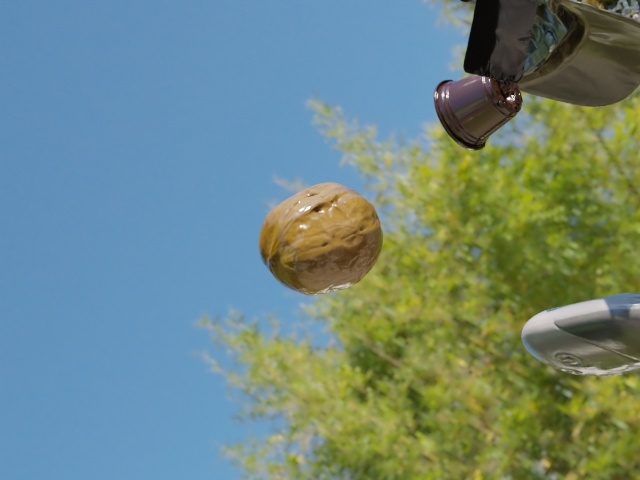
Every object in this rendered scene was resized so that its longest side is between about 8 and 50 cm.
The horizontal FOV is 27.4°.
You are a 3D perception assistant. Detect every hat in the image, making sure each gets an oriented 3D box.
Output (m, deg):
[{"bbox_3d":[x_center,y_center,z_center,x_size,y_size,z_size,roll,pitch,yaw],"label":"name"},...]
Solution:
[{"bbox_3d":[0.370,-0.313,1.951,0.245,0.149,0.214,5,-34,-17],"label":"hat"}]

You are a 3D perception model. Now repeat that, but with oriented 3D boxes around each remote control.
[{"bbox_3d":[0.465,0.150,2.056,0.221,0.332,0.103,18,-113,-31],"label":"remote control"}]

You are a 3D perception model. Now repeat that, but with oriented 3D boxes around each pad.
[{"bbox_3d":[0.206,-0.256,1.454,0.112,0.003,0.157,4,-80,-46],"label":"pad"}]

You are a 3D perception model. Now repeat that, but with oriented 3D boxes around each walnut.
[{"bbox_3d":[0.000,0.000,2.318,0.222,0.195,0.195,-21,-45,-28],"label":"walnut"}]

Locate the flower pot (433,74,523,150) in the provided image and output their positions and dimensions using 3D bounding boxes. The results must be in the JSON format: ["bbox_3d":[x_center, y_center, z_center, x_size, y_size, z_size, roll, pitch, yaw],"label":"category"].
[{"bbox_3d":[0.224,-0.190,1.808,0.089,0.111,0.111,-29,-7,39],"label":"flower pot"}]

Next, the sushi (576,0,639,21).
[{"bbox_3d":[0.576,-0.437,2.278,0.171,0.270,0.236,5,-93,-30],"label":"sushi"}]

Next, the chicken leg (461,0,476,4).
[{"bbox_3d":[0.369,-0.511,2.211,0.140,0.211,0.361,-35,-22,-32],"label":"chicken leg"}]
